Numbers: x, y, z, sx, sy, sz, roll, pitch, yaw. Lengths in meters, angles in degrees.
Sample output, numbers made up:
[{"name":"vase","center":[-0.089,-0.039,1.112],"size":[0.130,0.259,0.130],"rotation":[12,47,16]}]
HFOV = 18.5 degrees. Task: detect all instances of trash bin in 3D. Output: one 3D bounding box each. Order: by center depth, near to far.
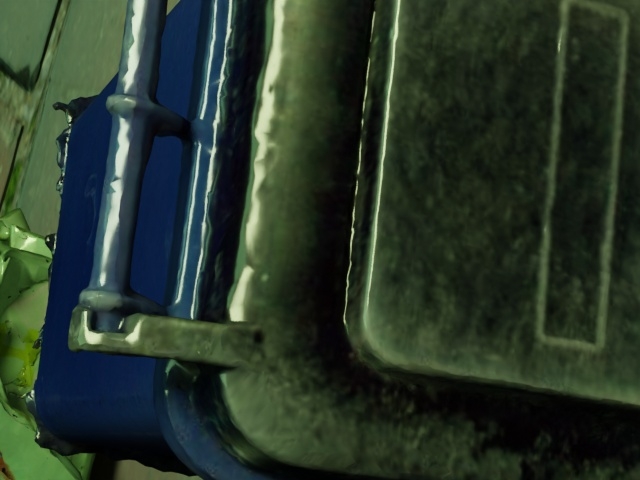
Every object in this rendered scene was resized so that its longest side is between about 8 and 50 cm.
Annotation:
[{"name":"trash bin","center":[0.000,0.000,0.532],"size":[0.234,0.184,0.163],"rotation":[162,117,-65]}]

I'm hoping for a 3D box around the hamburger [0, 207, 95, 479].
[{"name":"hamburger","center":[-0.172,0.068,0.879],"size":[0.276,0.150,0.260],"rotation":[55,150,25]}]
